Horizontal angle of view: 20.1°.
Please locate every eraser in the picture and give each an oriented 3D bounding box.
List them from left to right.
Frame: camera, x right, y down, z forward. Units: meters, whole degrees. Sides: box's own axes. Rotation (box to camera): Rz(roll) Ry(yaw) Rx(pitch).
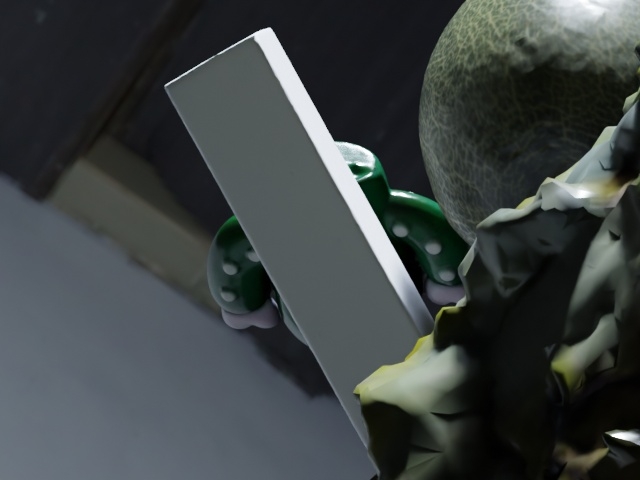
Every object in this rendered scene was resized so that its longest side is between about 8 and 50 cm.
[{"bbox_3d":[0.000,0.000,1.270,0.298,0.076,0.078,61,12,-5],"label":"eraser"}]

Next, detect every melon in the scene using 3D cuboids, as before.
[{"bbox_3d":[0.193,-0.094,1.310,0.237,0.237,0.301,35,30,-5],"label":"melon"}]

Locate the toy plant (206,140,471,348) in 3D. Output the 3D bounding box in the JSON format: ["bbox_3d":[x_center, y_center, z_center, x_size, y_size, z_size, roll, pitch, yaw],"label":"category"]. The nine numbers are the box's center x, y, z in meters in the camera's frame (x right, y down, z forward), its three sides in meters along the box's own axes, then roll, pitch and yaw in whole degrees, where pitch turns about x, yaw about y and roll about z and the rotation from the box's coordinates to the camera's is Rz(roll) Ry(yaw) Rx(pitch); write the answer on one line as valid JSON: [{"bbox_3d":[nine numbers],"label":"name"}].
[{"bbox_3d":[0.022,0.026,1.601,0.232,0.243,0.112,25,42,-6],"label":"toy plant"}]

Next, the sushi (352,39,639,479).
[{"bbox_3d":[0.196,0.098,0.517,0.240,0.351,0.396,22,26,-31],"label":"sushi"}]
